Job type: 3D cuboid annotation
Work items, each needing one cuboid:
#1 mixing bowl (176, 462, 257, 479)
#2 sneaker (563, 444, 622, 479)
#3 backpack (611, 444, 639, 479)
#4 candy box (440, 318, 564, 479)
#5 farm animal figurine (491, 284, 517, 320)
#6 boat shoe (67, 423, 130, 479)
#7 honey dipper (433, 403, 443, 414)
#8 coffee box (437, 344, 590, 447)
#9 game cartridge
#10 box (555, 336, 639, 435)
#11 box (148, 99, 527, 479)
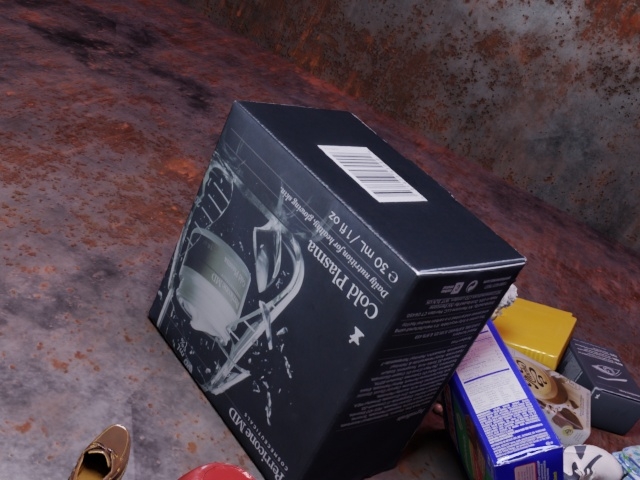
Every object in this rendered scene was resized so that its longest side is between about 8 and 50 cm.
[{"bbox_3d":[-0.141,0.382,1.113,0.182,0.098,0.181,21,27,-11],"label":"mixing bowl"},{"bbox_3d":[0.483,0.465,1.523,0.235,0.094,0.153,21,28,-9],"label":"sneaker"},{"bbox_3d":[0.665,0.488,1.652,0.105,0.084,0.114,3,37,-34],"label":"backpack"},{"bbox_3d":[0.307,0.340,1.384,0.122,0.268,0.317,-15,35,-2],"label":"candy box"},{"bbox_3d":[0.217,0.180,1.633,0.327,0.330,0.172,-12,85,-58],"label":"farm animal figurine"},{"bbox_3d":[-0.311,0.317,1.121,0.064,0.060,0.178,25,26,-1],"label":"boat shoe"},{"bbox_3d":[0.298,0.378,1.591,0.161,0.030,0.030,33,27,18],"label":"honey dipper"},{"bbox_3d":[0.411,0.328,1.681,0.297,0.118,0.168,29,27,6],"label":"coffee box"},{"bbox_3d":[0.432,0.200,1.904,0.324,0.052,0.285,16,22,23],"label":"game cartridge"},{"bbox_3d":[0.652,0.342,1.884,0.153,0.108,0.207,19,27,-13],"label":"box"},{"bbox_3d":[0.000,0.085,1.360,0.298,0.471,0.480,-4,39,-44],"label":"box"}]
